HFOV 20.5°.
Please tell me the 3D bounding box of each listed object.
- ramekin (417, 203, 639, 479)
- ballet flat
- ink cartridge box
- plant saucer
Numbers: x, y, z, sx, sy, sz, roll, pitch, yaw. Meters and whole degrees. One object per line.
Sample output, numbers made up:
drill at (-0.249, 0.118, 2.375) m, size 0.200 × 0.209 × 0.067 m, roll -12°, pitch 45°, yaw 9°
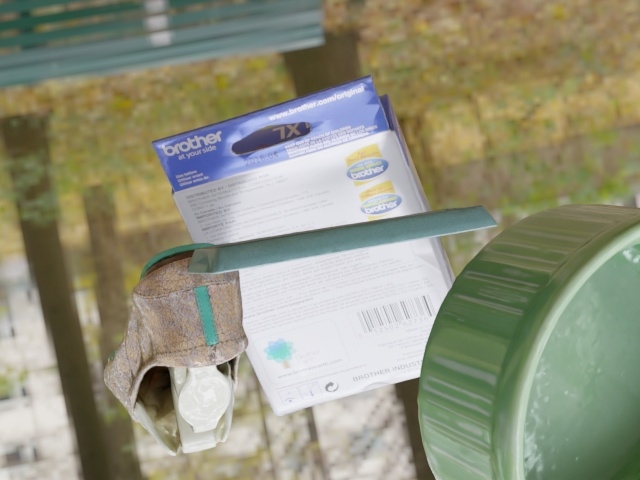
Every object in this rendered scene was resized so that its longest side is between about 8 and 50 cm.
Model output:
ramekin at (0.219, 0.115, 1.305) m, size 0.303 × 0.303 × 0.148 m, roll -10°, pitch -167°, yaw -29°
ballet flat at (-0.108, 0.105, 1.359) m, size 0.108 × 0.106 × 0.316 m, roll -16°, pitch 162°, yaw -10°
ink cartridge box at (0.000, 0.000, 1.438) m, size 0.186 × 0.311 × 0.065 m, roll -16°, pitch -140°, yaw 9°
plant saucer at (0.013, -0.001, 1.124) m, size 0.192 × 0.018 × 0.067 m, roll -8°, pitch -178°, yaw -19°
